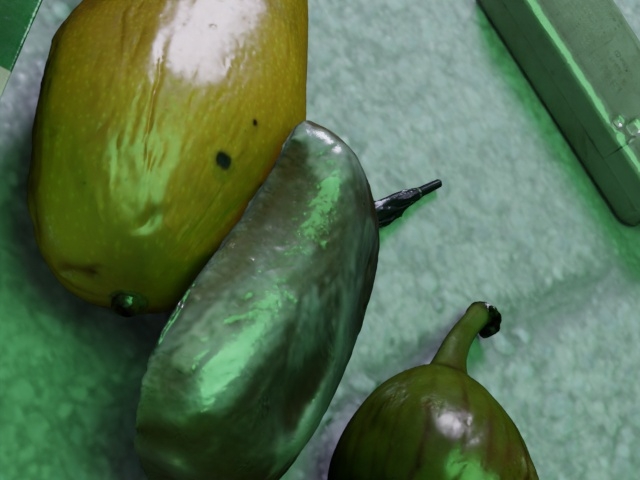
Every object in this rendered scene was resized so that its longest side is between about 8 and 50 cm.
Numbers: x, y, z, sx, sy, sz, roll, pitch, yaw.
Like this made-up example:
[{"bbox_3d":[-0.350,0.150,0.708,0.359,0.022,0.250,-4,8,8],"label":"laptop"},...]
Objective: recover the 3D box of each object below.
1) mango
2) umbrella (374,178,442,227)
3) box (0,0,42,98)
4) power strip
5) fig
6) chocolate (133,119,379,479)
[{"bbox_3d":[-0.091,-0.104,1.243,0.187,0.144,0.359,36,53,-20],"label":"mango"},{"bbox_3d":[-0.002,-0.005,1.319,0.269,0.044,0.044,-30,114,-38],"label":"umbrella"},{"bbox_3d":[-0.245,-0.105,1.153,0.081,0.135,0.199,30,58,-18],"label":"box"},{"bbox_3d":[0.242,-0.110,1.501,0.093,0.053,0.288,-31,88,-38],"label":"power strip"},{"bbox_3d":[0.096,0.121,1.263,0.151,0.151,0.259,32,53,-16],"label":"fig"},{"bbox_3d":[-0.020,0.059,1.184,0.080,0.157,0.254,18,61,22],"label":"chocolate"}]
